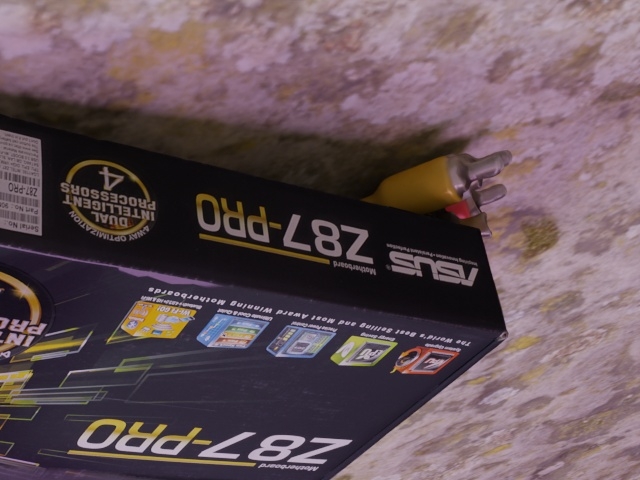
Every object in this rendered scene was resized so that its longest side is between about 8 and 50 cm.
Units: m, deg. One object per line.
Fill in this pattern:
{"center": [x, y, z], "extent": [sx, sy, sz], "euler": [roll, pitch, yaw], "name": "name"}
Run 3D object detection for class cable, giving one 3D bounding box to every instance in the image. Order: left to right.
{"center": [0.000, 0.000, 0.792], "extent": [0.287, 0.072, 0.139], "euler": [-12, 166, 9], "name": "cable"}

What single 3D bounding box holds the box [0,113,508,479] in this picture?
{"center": [-0.133, 0.074, 0.703], "extent": [0.394, 0.097, 0.318], "euler": [12, 141, -31], "name": "box"}
